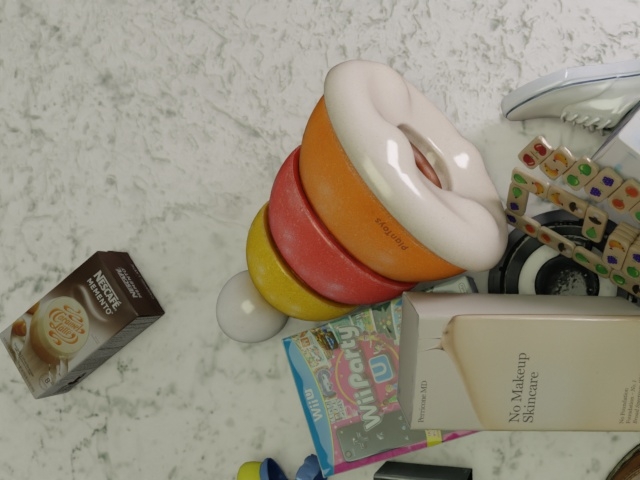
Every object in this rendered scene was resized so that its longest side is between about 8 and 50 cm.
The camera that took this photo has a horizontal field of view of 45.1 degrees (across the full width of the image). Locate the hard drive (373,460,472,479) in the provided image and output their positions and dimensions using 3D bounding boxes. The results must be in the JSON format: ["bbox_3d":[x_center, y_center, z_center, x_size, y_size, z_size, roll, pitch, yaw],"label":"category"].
[{"bbox_3d":[0.155,0.355,1.150,0.135,0.094,0.022,0,87,17],"label":"hard drive"}]

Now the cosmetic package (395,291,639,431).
[{"bbox_3d":[0.263,0.157,1.012,0.309,0.113,0.160,0,102,-6],"label":"cosmetic package"}]

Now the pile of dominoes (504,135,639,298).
[{"bbox_3d":[0.349,-0.021,1.018,0.251,0.196,0.040,33,62,28],"label":"pile of dominoes"}]

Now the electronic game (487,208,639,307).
[{"bbox_3d":[0.361,0.066,1.130,0.229,0.048,0.229,-4,78,21],"label":"electronic game"}]

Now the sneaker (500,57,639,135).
[{"bbox_3d":[0.395,-0.199,1.114,0.258,0.094,0.091,-10,77,15],"label":"sneaker"}]

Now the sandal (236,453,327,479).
[{"bbox_3d":[-0.002,0.460,1.181,0.138,0.126,0.317,-33,79,8],"label":"sandal"}]

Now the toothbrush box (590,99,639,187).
[{"bbox_3d":[0.517,-0.140,0.979,0.216,0.126,0.295,42,77,9],"label":"toothbrush box"}]

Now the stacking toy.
[{"bbox_3d":[0.000,0.000,1.152,0.480,0.350,0.351,-38,76,28],"label":"stacking toy"}]

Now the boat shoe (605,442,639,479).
[{"bbox_3d":[0.514,0.305,1.037,0.307,0.104,0.111,-36,77,12],"label":"boat shoe"}]

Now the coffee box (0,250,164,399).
[{"bbox_3d":[-0.415,0.144,1.339,0.246,0.098,0.141,-39,77,11],"label":"coffee box"}]

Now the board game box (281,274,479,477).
[{"bbox_3d":[0.121,0.207,1.172,0.303,0.097,0.224,-21,79,15],"label":"board game box"}]
